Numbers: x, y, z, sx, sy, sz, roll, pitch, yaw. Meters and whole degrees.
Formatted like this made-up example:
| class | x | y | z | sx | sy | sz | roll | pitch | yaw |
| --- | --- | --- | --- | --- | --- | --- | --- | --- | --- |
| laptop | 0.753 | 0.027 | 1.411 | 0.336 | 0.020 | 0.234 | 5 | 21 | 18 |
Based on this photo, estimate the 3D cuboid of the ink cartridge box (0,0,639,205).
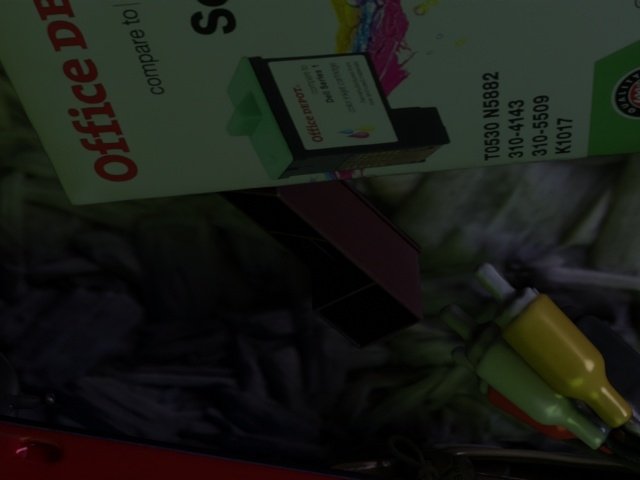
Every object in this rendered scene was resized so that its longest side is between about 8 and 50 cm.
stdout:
| class | x | y | z | sx | sy | sz | roll | pitch | yaw |
| --- | --- | --- | --- | --- | --- | --- | --- | --- | --- |
| ink cartridge box | 0.017 | -0.122 | 0.490 | 0.278 | 0.117 | 0.201 | -5 | 147 | 5 |

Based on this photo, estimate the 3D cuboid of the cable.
| class | x | y | z | sx | sy | sz | roll | pitch | yaw |
| --- | --- | --- | --- | --- | --- | --- | --- | --- | --- |
| cable | 0.183 | 0.127 | 0.735 | 0.072 | 0.287 | 0.139 | -38 | 157 | -20 |

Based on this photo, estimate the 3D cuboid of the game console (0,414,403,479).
| class | x | y | z | sx | sy | sz | roll | pitch | yaw |
| --- | --- | --- | --- | --- | --- | --- | --- | --- | --- |
| game console | -0.104 | 0.191 | 0.790 | 0.342 | 0.060 | 0.386 | 4 | 152 | 5 |

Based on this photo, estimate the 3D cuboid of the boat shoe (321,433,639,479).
| class | x | y | z | sx | sy | sz | roll | pitch | yaw |
| --- | --- | --- | --- | --- | --- | --- | --- | --- | --- |
| boat shoe | 0.114 | 0.172 | 0.876 | 0.285 | 0.104 | 0.089 | 4 | 136 | -22 |

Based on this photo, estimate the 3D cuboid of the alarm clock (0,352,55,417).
| class | x | y | z | sx | sy | sz | roll | pitch | yaw |
| --- | --- | --- | --- | --- | --- | --- | --- | --- | --- |
| alarm clock | -0.258 | 0.105 | 0.805 | 0.192 | 0.064 | 0.129 | -34 | 130 | 29 |

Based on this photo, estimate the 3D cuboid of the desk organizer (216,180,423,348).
| class | x | y | z | sx | sy | sz | roll | pitch | yaw |
| --- | --- | --- | --- | --- | --- | --- | --- | --- | --- |
| desk organizer | 0.000 | 0.000 | 0.700 | 0.047 | 0.050 | 0.130 | -27 | 133 | 26 |
